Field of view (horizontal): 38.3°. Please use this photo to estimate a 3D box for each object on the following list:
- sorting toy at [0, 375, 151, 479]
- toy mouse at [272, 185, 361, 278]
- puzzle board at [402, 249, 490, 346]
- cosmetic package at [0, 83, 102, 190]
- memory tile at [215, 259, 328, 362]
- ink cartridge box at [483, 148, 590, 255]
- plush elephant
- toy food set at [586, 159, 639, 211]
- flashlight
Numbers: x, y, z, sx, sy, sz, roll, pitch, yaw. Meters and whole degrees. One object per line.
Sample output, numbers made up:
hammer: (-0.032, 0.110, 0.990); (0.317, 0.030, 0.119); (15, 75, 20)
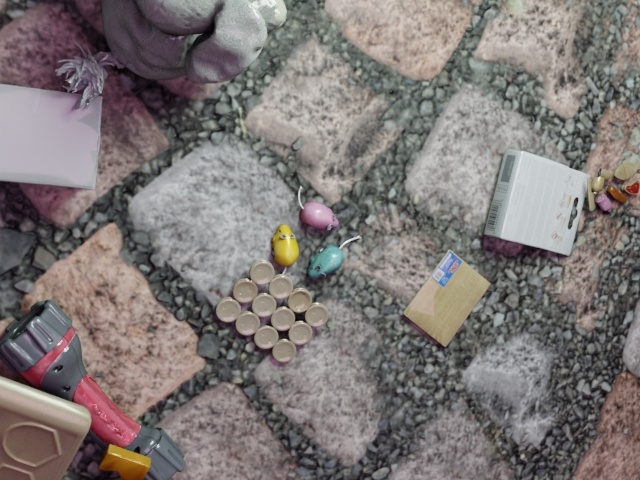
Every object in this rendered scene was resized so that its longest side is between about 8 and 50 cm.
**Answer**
sorting toy: (-0.399, 0.292, 1.232); (0.307, 0.041, 0.229); (24, 112, -16)
toy mouse: (0.000, 0.000, 1.377); (0.143, 0.031, 0.160); (1, 97, -20)
puzzle board: (0.201, 0.092, 1.473); (0.096, 0.011, 0.128); (39, 83, -19)
cosmetic package: (-0.405, -0.138, 1.178); (0.238, 0.107, 0.127); (6, 95, -23)
memory tile: (-0.070, 0.105, 1.367); (0.148, 0.012, 0.113); (39, 95, -20)
ink cartridge box: (0.354, -0.061, 1.502); (0.179, 0.045, 0.145); (12, 93, -39)
plush elephant: (-0.165, -0.311, 1.113); (0.272, 0.255, 0.330); (46, 60, -18)
toy food set: (0.490, -0.088, 1.550); (0.122, 0.019, 0.077); (-13, 102, -26)
flashlight: (-0.305, 0.219, 1.260); (0.103, 0.103, 0.304); (-42, 107, -5)
